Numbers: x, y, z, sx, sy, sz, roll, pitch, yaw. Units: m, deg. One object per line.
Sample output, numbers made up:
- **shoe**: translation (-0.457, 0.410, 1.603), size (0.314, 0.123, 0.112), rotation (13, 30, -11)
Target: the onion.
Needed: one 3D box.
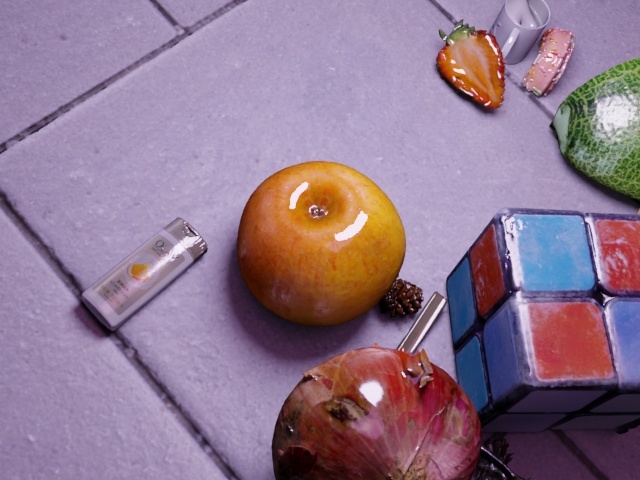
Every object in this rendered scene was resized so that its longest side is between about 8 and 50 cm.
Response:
- **onion**: translation (0.089, 0.321, 1.411), size (0.353, 0.354, 0.354), rotation (4, 65, -9)

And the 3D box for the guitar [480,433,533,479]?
- **guitar**: translation (0.271, 0.348, 1.539), size (0.271, 0.084, 0.038), rotation (35, 61, 25)

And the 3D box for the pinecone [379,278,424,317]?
- **pinecone**: translation (0.148, 0.108, 1.666), size (0.083, 0.077, 0.077), rotation (16, 64, -15)

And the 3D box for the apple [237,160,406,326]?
- **apple**: translation (0.000, 0.000, 1.577), size (0.299, 0.275, 0.299), rotation (2, 66, -4)

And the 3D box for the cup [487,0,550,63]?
- **cup**: translation (0.403, -0.443, 1.930), size (0.136, 0.133, 0.099), rotation (-29, 76, -21)

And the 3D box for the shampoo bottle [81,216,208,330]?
- **shampoo bottle**: translation (-0.307, 0.056, 1.605), size (0.086, 0.056, 0.227), rotation (45, 65, 9)

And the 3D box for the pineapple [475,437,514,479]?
- **pineapple**: translation (0.301, 0.417, 1.561), size (0.074, 0.074, 0.159), rotation (14, 56, -5)

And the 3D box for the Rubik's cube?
- **Rubik's cube**: translation (0.417, 0.149, 1.566), size (0.313, 0.316, 0.318), rotation (2, 64, -10)

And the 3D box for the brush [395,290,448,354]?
- **brush**: translation (0.169, 0.176, 1.665), size (0.034, 0.027, 0.190), rotation (37, 72, -3)

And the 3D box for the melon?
- **melon**: translation (0.663, -0.219, 1.862), size (0.343, 0.226, 0.331), rotation (-6, 103, -19)

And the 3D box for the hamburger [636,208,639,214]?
- **hamburger**: translation (0.744, 0.002, 1.722), size (0.186, 0.261, 0.303), rotation (-43, 122, -16)

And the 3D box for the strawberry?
- **strawberry**: translation (0.324, -0.370, 1.895), size (0.192, 0.140, 0.085), rotation (31, 24, 21)

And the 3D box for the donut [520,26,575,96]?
- **donut**: translation (0.492, -0.395, 1.937), size (0.065, 0.117, 0.166), rotation (25, 63, -4)
